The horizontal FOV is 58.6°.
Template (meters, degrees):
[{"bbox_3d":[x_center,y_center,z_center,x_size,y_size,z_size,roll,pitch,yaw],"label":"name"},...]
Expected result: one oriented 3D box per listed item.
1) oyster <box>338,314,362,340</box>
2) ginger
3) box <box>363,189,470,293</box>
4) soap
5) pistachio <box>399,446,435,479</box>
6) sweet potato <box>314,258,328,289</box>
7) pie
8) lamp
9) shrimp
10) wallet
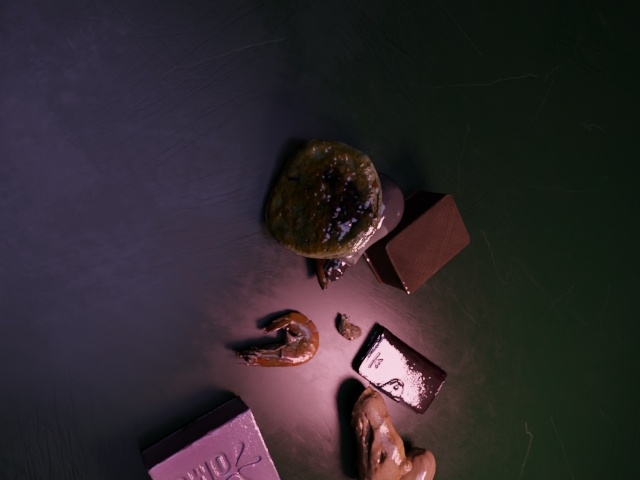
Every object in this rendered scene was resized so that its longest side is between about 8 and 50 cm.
[{"bbox_3d":[0.093,0.257,1.669,0.083,0.038,0.081,2,96,-26],"label":"oyster"},{"bbox_3d":[0.168,0.606,1.709,0.126,0.189,0.354,-24,102,-52],"label":"ginger"},{"bbox_3d":[0.272,-0.002,1.658,0.273,0.143,0.184,-38,113,-18],"label":"box"},{"bbox_3d":[-0.279,0.607,1.506,0.296,0.107,0.286,-28,112,-19],"label":"soap"},{"bbox_3d":[0.275,0.755,1.797,0.135,0.136,0.226,37,84,-27],"label":"pistachio"},{"bbox_3d":[0.000,0.000,1.565,0.067,0.067,0.274,-9,101,-25],"label":"sweet potato"},{"bbox_3d":[0.011,-0.099,1.454,0.323,0.070,0.324,-1,88,15],"label":"pie"},{"bbox_3d":[0.097,-0.050,1.520,0.314,0.182,0.182,-50,117,-25],"label":"lamp"},{"bbox_3d":[-0.112,0.282,1.559,0.248,0.068,0.150,-12,92,-30],"label":"shrimp"},{"bbox_3d":[0.252,0.409,1.773,0.318,0.045,0.172,39,79,-25],"label":"wallet"}]
